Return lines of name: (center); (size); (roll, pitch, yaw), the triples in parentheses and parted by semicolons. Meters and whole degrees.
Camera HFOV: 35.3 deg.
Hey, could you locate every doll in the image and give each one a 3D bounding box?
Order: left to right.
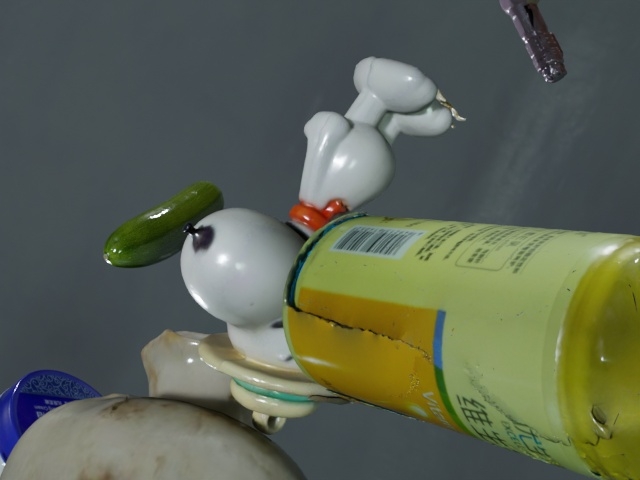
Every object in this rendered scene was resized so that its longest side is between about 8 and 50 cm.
doll: (0.013, 0.005, 0.798); (0.144, 0.208, 0.271); (23, 57, 41)

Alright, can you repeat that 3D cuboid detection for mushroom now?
mushroom: (-0.108, 0.220, 0.849); (0.297, 0.297, 0.290); (-39, 21, 47)

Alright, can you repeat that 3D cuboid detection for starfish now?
starfish: (0.138, -0.169, 1.182); (0.016, 0.086, 0.092); (-39, 2, 5)

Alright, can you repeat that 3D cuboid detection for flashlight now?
flashlight: (0.186, -0.188, 0.877); (0.052, 0.031, 0.110); (112, 137, -71)

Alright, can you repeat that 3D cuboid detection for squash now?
squash: (-0.182, -0.023, 1.259); (0.069, 0.069, 0.258); (-51, -5, 31)

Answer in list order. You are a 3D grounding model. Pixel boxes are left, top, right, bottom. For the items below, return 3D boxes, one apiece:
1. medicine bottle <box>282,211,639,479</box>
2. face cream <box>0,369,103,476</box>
medicine bottle: (0.095, 0.050, 0.530); (0.239, 0.124, 0.124); (9, 77, 50)
face cream: (-0.357, 0.284, 1.335); (0.111, 0.206, 0.206); (-43, 32, 21)
